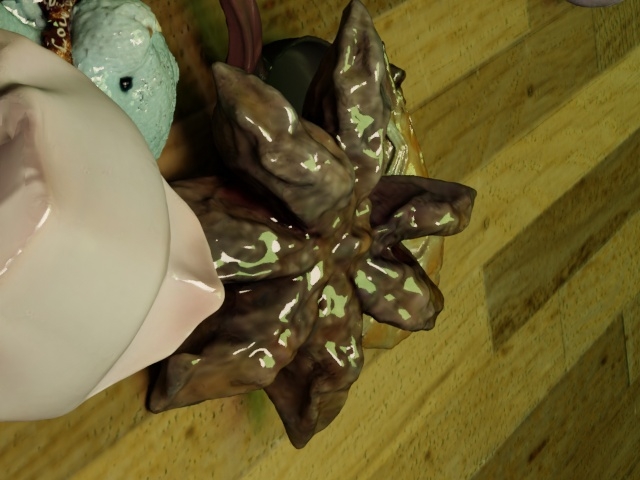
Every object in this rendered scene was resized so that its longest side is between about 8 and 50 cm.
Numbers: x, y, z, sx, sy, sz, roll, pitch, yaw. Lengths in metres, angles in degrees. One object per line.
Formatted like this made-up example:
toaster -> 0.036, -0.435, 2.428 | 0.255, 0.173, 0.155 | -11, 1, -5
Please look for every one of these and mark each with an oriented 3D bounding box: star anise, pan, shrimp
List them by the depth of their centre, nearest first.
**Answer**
star anise -> -0.013, 0.008, 0.921 | 0.197, 0.073, 0.212 | -45, 133, -11
pan -> -0.029, -0.073, 0.958 | 0.212, 0.040, 0.115 | 60, 42, -53
shrimp -> 0.027, -0.025, 1.083 | 0.099, 0.041, 0.180 | -20, 111, -44

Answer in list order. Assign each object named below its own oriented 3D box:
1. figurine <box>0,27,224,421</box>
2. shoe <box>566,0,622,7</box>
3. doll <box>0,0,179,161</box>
figurine -> -0.144, -0.015, 0.647 | 0.276, 0.133, 0.200 | 26, 72, -59
shoe -> 0.215, -0.285, 1.370 | 0.137, 0.095, 0.245 | -11, 104, -65
doll -> -0.104, -0.095, 0.778 | 0.120, 0.075, 0.180 | -67, 146, -45
